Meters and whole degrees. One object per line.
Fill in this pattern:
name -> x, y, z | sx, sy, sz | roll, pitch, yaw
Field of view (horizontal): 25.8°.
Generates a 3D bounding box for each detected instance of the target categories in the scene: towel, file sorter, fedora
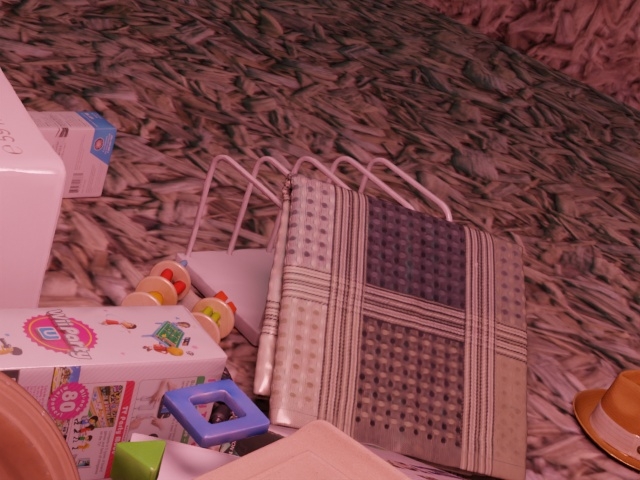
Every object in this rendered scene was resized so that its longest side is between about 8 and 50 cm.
towel -> 0.086, 0.105, 1.544 | 0.312, 0.056, 0.324 | 17, 56, -18
file sorter -> 0.000, 0.000, 1.745 | 0.278, 0.173, 0.193 | -2, 31, -40
fedora -> 0.405, 0.211, 1.688 | 0.194, 0.079, 0.194 | 15, 24, -6

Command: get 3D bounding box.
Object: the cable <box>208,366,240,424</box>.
cable -> -0.167, 0.145, 1.466 | 0.184, 0.047, 0.150 | 23, 24, 12

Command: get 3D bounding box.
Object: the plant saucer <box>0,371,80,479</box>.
plant saucer -> -0.295, 0.211, 0.968 | 0.278, 0.277, 0.041 | 7, -4, -23

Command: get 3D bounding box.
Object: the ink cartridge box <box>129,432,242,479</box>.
ink cartridge box -> -0.111, 0.266, 1.084 | 0.127, 0.176, 0.128 | 13, 23, -6

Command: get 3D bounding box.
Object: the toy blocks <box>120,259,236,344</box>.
toy blocks -> -0.152, 0.070, 1.630 | 0.123, 0.054, 0.148 | 20, 23, 6

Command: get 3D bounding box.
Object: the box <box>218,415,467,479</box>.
box -> 0.097, 0.240, 1.242 | 0.322, 0.058, 0.232 | 14, -4, 40

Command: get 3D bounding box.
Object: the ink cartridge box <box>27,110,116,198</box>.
ink cartridge box -> -0.364, -0.111, 1.810 | 0.180, 0.104, 0.060 | -3, 32, -41

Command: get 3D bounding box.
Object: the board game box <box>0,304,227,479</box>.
board game box -> -0.248, 0.172, 1.132 | 0.303, 0.224, 0.097 | 1, 26, -34

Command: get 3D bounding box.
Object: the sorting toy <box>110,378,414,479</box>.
sorting toy -> -0.002, 0.217, 0.989 | 0.348, 0.047, 0.196 | 31, 32, 29

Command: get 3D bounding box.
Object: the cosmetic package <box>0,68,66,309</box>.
cosmetic package -> -0.478, -0.001, 1.216 | 0.394, 0.327, 0.329 | 2, 29, -31
